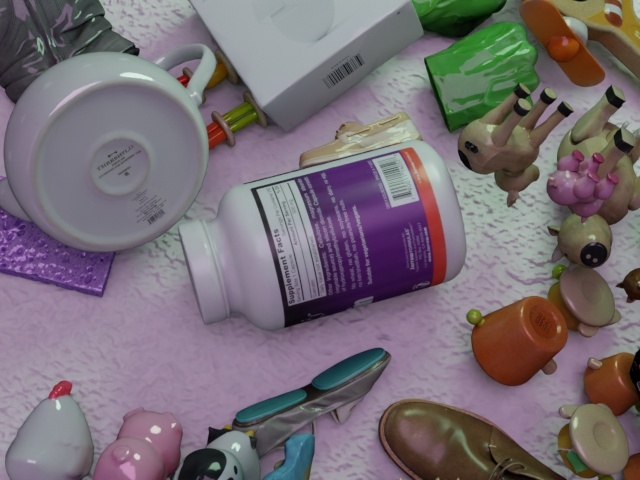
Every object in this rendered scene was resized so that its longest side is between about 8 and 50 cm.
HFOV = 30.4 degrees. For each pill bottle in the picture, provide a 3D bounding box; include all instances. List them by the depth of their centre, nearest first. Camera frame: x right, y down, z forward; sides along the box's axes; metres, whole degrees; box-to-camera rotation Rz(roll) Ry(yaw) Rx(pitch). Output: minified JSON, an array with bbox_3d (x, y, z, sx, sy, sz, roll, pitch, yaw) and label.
[{"bbox_3d":[0.000,0.000,1.418,0.323,0.181,0.181,-15,76,-8],"label":"pill bottle"}]

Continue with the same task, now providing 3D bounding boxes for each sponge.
[{"bbox_3d":[-0.358,-0.010,1.471,0.210,0.031,0.117,14,73,-1],"label":"sponge"}]

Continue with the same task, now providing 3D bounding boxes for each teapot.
[{"bbox_3d":[-0.263,-0.123,1.409,0.256,0.187,0.253,4,111,-29],"label":"teapot"}]

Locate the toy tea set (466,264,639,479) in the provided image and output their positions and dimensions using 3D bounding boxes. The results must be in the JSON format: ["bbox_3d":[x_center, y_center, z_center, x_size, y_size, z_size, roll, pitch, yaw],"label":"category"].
[{"bbox_3d":[0.312,0.199,1.441,0.200,0.124,0.336,-11,69,-38],"label":"toy tea set"}]

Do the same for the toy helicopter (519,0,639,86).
[{"bbox_3d":[0.376,-0.279,1.542,0.355,0.140,0.235,43,52,-8],"label":"toy helicopter"}]

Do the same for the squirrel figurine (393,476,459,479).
[{"bbox_3d":[0.190,0.430,1.208,0.397,0.370,0.281,31,74,5],"label":"squirrel figurine"}]

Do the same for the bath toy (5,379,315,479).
[{"bbox_3d":[-0.187,0.247,1.348,0.348,0.151,0.129,9,80,12],"label":"bath toy"}]

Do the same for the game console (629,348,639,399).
[{"bbox_3d":[0.498,0.272,1.403,0.213,0.044,0.361,-7,74,-35],"label":"game console"}]

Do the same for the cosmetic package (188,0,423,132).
[{"bbox_3d":[-0.028,-0.300,1.493,0.224,0.138,0.225,-35,76,5],"label":"cosmetic package"}]

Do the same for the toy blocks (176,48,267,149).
[{"bbox_3d":[-0.162,-0.162,1.519,0.148,0.054,0.123,-32,79,-11],"label":"toy blocks"}]

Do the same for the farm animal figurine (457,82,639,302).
[{"bbox_3d":[0.321,-0.063,1.432,0.330,0.172,0.327,39,35,-2],"label":"farm animal figurine"}]

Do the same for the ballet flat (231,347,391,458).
[{"bbox_3d":[-0.004,0.201,1.428,0.213,0.072,0.068,-24,104,-10],"label":"ballet flat"}]

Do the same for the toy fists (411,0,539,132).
[{"bbox_3d":[0.197,-0.278,1.561,0.142,0.096,0.279,-19,77,4],"label":"toy fists"}]

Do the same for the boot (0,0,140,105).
[{"bbox_3d":[-0.307,-0.314,1.534,0.338,0.118,0.223,-44,84,-3],"label":"boot"}]

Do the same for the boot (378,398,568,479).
[{"bbox_3d":[0.211,0.274,1.391,0.305,0.115,0.112,29,76,5],"label":"boot"}]

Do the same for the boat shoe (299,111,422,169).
[{"bbox_3d":[0.045,-0.126,1.524,0.170,0.063,0.059,-15,73,-18],"label":"boat shoe"}]
